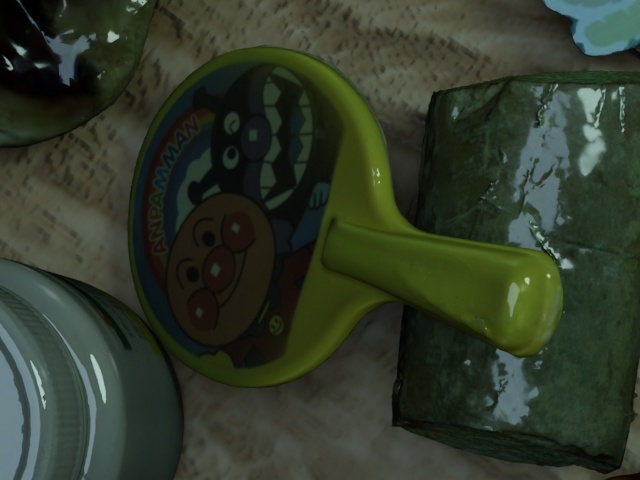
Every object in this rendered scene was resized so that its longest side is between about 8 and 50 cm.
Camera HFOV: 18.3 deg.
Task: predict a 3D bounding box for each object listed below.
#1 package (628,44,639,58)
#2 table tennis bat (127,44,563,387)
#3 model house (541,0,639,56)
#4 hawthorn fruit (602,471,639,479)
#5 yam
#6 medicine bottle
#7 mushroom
[{"bbox_3d":[0.235,-0.126,1.347,0.110,0.015,0.037,37,90,9],"label":"package"},{"bbox_3d":[0.000,0.000,1.257,0.368,0.054,0.224,20,97,42],"label":"table tennis bat"},{"bbox_3d":[0.291,-0.262,1.247,0.357,0.242,0.313,-28,86,2],"label":"model house"},{"bbox_3d":[0.256,0.250,1.232,0.207,0.207,0.243,-25,96,4],"label":"hawthorn fruit"},{"bbox_3d":[0.134,0.013,1.278,0.161,0.161,0.268,7,88,7],"label":"yam"},{"bbox_3d":[-0.211,0.113,1.212,0.208,0.339,0.208,-1,84,6],"label":"medicine bottle"},{"bbox_3d":[-0.216,-0.199,1.356,0.292,0.212,0.217,-13,39,16],"label":"mushroom"}]
